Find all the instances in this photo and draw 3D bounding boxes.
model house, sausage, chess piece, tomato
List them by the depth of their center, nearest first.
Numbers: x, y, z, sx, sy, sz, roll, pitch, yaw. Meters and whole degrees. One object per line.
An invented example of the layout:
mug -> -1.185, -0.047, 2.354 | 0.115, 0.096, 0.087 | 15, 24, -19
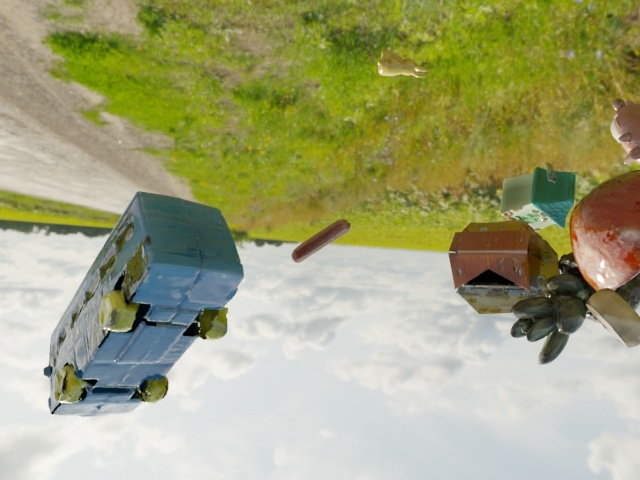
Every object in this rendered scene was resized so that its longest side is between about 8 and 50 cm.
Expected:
chess piece -> 0.392, 0.102, 0.742 | 0.038, 0.083, 0.083 | -41, 171, 8
tomato -> 0.468, -0.029, 0.862 | 0.139, 0.200, 0.233 | 44, 157, 18
model house -> 0.372, 0.053, 1.146 | 0.219, 0.207, 0.136 | 1, 176, 28
sausage -> 0.000, 0.000, 1.147 | 0.147, 0.035, 0.030 | -35, 180, 18
model house -> 0.507, -0.093, 1.279 | 0.127, 0.100, 0.149 | 29, 151, -29

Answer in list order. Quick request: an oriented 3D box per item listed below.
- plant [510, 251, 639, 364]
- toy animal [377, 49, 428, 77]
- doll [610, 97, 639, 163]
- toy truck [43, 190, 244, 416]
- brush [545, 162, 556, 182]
plant -> 0.479, 0.107, 1.055 | 0.274, 0.146, 0.149 | -32, 175, -9
toy animal -> 0.264, -0.550, 1.787 | 0.159, 0.070, 0.083 | 12, 158, 11
doll -> 0.756, -0.222, 1.266 | 0.262, 0.211, 0.093 | 43, 148, 2
toy truck -> -0.261, 0.112, 0.796 | 0.161, 0.162, 0.385 | 11, 133, -38
brush -> 0.472, -0.142, 1.151 | 0.016, 0.013, 0.083 | 21, -145, 4
